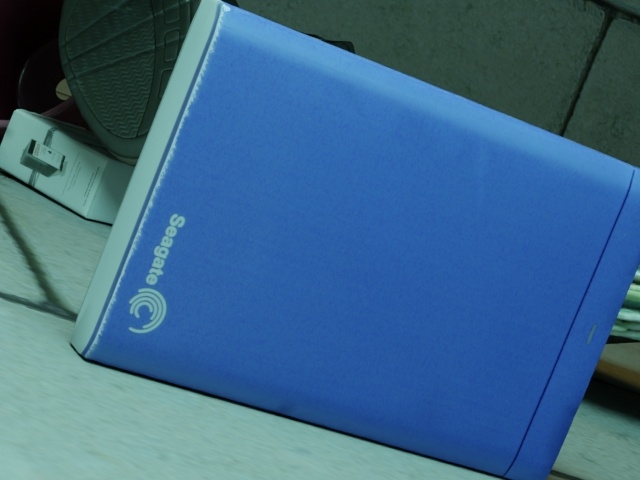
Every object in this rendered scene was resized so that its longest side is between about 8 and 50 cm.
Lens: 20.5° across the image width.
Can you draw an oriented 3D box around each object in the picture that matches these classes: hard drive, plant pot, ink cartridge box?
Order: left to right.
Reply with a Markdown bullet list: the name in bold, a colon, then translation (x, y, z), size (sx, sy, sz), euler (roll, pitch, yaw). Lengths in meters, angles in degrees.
- **plant pot**: translation (-0.279, -0.180, 1.798), size (0.201, 0.201, 0.180), euler (24, -8, 17)
- **ink cartridge box**: translation (-0.202, -0.059, 1.545), size (0.135, 0.056, 0.099), euler (27, 8, 39)
- **hard drive**: translation (0.038, 0.011, 1.045), size (0.318, 0.210, 0.040), euler (19, 7, -27)

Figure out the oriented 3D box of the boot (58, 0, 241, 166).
- **boot**: translation (-0.129, -0.165, 1.612), size (0.284, 0.138, 0.377), euler (55, 11, -53)

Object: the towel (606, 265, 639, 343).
- **towel**: translation (0.351, 0.058, 1.648), size (0.320, 0.090, 0.374), euler (2, -3, -2)

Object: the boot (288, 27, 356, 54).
- **boot**: translation (-0.019, -0.058, 1.411), size (0.094, 0.207, 0.246), euler (7, 16, -26)
